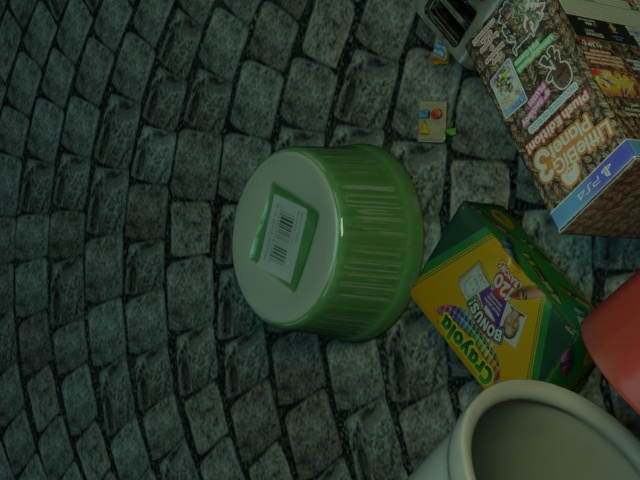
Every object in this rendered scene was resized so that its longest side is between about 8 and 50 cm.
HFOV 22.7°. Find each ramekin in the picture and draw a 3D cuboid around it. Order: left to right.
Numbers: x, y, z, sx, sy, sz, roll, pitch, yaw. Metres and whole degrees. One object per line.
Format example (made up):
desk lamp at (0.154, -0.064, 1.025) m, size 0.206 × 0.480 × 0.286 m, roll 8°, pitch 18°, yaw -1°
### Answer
ramekin at (0.000, 0.000, 2.376) m, size 0.303 × 0.148 × 0.303 m, roll -7°, pitch 82°, yaw 51°

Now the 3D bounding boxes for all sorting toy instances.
sorting toy at (0.168, -0.172, 2.290) m, size 0.083 × 0.012 × 0.062 m, roll 6°, pitch 91°, yaw 52°

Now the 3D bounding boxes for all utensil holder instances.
utensil holder at (0.206, 0.412, 1.944) m, size 0.385 × 0.327 × 0.327 m, roll -52°, pitch 50°, yaw 36°

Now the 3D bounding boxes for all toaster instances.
toaster at (0.232, -0.337, 2.149) m, size 0.168 × 0.110 × 0.186 m, roll -58°, pitch 46°, yaw 29°

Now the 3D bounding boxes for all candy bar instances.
candy bar at (0.184, -0.328, 2.282) m, size 0.040 × 0.018 × 0.161 m, roll 18°, pitch 100°, yaw 51°

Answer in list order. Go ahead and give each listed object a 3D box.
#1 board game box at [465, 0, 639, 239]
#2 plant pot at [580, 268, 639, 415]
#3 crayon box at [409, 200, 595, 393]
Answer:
board game box at (0.346, -0.157, 1.893) m, size 0.141 × 0.232 × 0.291 m, roll -49°, pitch 51°, yaw 38°
plant pot at (0.461, 0.087, 1.722) m, size 0.243 × 0.275 × 0.275 m, roll -52°, pitch 49°, yaw 21°
crayon box at (0.249, 0.096, 2.110) m, size 0.278 × 0.081 × 0.165 m, roll 52°, pitch 125°, yaw 40°
